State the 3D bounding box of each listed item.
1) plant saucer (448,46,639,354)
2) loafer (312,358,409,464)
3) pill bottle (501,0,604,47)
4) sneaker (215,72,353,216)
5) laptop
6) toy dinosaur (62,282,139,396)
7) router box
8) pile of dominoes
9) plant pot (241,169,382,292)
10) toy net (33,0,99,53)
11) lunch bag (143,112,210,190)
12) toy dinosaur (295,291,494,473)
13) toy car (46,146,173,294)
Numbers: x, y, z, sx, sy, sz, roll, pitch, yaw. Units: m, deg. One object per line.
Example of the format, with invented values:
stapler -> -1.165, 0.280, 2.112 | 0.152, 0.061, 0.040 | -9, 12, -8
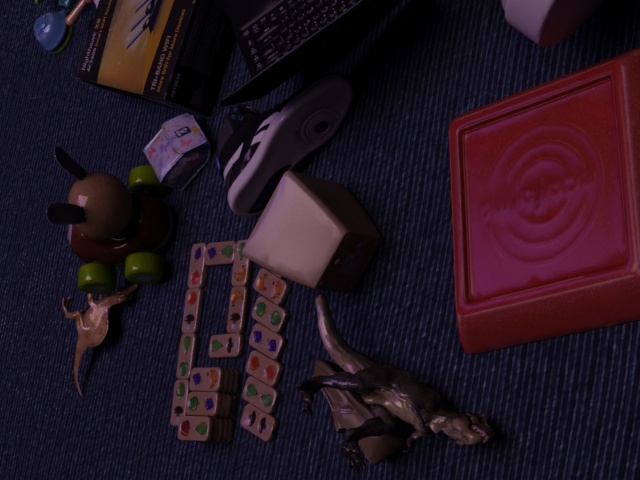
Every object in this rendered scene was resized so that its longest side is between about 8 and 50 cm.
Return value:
plant saucer -> 0.217, -0.040, 1.161 | 0.258, 0.047, 0.259 | -18, 66, 43
loafer -> 0.032, 0.177, 1.280 | 0.050, 0.056, 0.148 | -55, 44, 10
pill bottle -> 0.129, -0.362, 1.157 | 0.363, 0.210, 0.210 | 43, 112, 16
sneaker -> -0.058, -0.143, 1.463 | 0.217, 0.079, 0.121 | -48, 47, 25
laptop -> -0.023, -0.280, 1.391 | 0.234, 0.136, 0.264 | -33, 54, 17
toy dinosaur -> -0.318, 0.117, 1.679 | 0.183, 0.053, 0.092 | -58, 45, 16
router box -> -0.202, -0.341, 1.681 | 0.243, 0.081, 0.309 | 18, 91, 48
pile of dominoes -> -0.119, 0.116, 1.474 | 0.196, 0.040, 0.251 | -7, 73, 46
plant pot -> 0.000, 0.000, 1.342 | 0.096, 0.109, 0.109 | 38, 106, 34
toy net -> -0.371, -0.381, 1.906 | 0.232, 0.045, 0.122 | -19, 63, 41
lunch bag -> -0.185, -0.121, 1.614 | 0.083, 0.053, 0.071 | -45, 50, 17
toy dinosaur -> 0.048, 0.154, 1.220 | 0.268, 0.118, 0.064 | 35, 145, 36
toy car -> -0.295, -0.038, 1.584 | 0.149, 0.188, 0.155 | -12, 65, 23
